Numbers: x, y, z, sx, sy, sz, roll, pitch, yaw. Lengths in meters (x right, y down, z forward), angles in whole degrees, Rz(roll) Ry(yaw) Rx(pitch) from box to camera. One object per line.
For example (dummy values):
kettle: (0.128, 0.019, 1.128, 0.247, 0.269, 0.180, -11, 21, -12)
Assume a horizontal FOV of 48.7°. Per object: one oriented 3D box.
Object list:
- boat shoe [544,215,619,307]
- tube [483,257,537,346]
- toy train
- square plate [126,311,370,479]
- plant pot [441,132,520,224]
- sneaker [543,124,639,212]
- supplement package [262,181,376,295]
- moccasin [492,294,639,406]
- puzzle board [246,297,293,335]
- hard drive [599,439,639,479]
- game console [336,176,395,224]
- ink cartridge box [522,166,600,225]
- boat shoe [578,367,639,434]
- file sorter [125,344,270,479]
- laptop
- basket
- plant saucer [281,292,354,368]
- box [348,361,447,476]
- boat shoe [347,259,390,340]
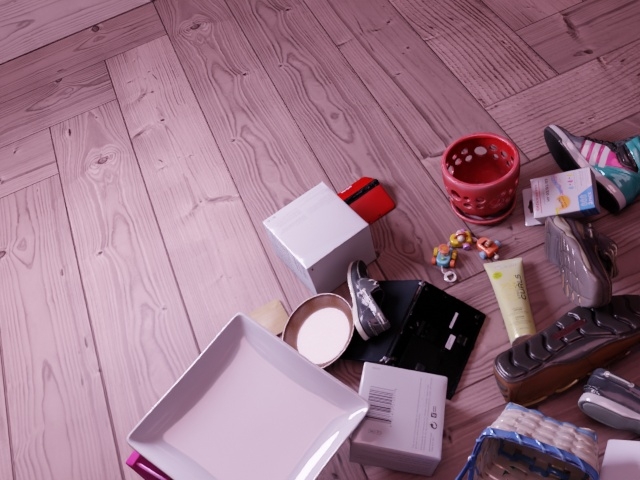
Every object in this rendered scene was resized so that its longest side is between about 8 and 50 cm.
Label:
boat shoe: (0.592, 0.031, 1.560, 0.130, 0.132, 0.355, -3, 25, 5)
tube: (0.444, 0.137, 1.635, 0.070, 0.062, 0.240, 19, 43, -21)
toy train: (0.356, 0.025, 1.748, 0.166, 0.046, 0.125, -32, 52, -11)
square plate: (-0.136, 0.361, 1.386, 0.344, 0.049, 0.347, 33, 64, 17)
plant pot: (0.406, -0.150, 1.786, 0.191, 0.174, 0.191, -7, 53, 9)
sneaker: (0.721, -0.223, 1.790, 0.178, 0.124, 0.295, -32, 60, -4)
supplement package: (0.000, 0.000, 1.794, 0.194, 0.149, 0.203, -35, 53, -13)
moccasin: (0.552, 0.237, 1.488, 0.380, 0.147, 0.139, -31, 38, -5)
puzzle board: (-0.142, 0.209, 1.761, 0.128, 0.011, 0.096, -28, 53, -7)
hard drive: (0.579, 0.513, 1.253, 0.210, 0.040, 0.319, -14, 40, 51)
game console: (0.107, -0.099, 1.929, 0.144, 0.085, 0.124, -34, 22, -13)
ink cartridge box: (0.578, -0.104, 1.727, 0.181, 0.061, 0.104, -12, 70, 31)
boat shoe: (0.659, 0.345, 1.362, 0.302, 0.114, 0.091, 27, 67, 14)
file sorter: (-0.220, 0.418, 1.500, 0.182, 0.202, 0.291, 20, 61, 26)
laptop: (0.210, 0.224, 1.656, 0.264, 0.136, 0.234, 29, 63, 2)
basket: (0.387, 0.452, 1.293, 0.254, 0.201, 0.289, 18, 29, 27)
plant saucer: (0.000, 0.221, 1.672, 0.198, 0.036, 0.199, -18, 52, 24)
box: (0.160, 0.371, 1.466, 0.182, 0.119, 0.181, 10, 56, 4)
boat shoe: (0.116, 0.131, 1.671, 0.079, 0.084, 0.233, -29, 38, 18)
